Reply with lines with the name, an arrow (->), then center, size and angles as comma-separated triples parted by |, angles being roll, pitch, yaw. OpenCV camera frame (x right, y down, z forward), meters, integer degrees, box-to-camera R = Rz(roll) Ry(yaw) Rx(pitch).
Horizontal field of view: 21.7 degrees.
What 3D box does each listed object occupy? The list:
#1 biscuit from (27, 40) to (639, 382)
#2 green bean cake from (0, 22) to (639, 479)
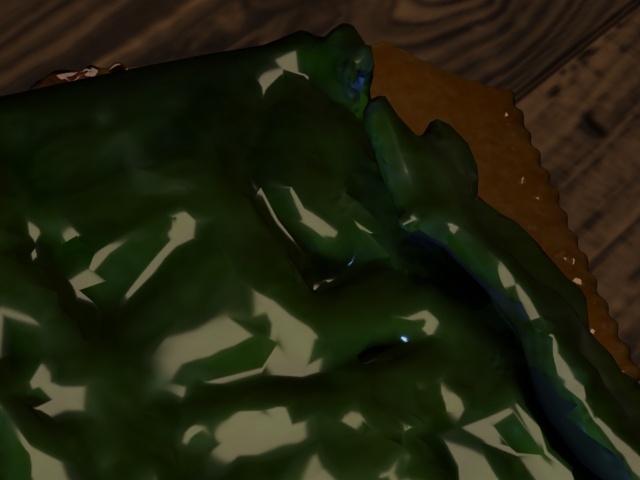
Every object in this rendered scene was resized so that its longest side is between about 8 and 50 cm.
biscuit -> 0.000, 0.000, 0.734 | 0.237, 0.013, 0.232 | -7, 54, -15
green bean cake -> -0.072, 0.118, 0.497 | 0.319, 0.218, 0.335 | -24, 61, -22
